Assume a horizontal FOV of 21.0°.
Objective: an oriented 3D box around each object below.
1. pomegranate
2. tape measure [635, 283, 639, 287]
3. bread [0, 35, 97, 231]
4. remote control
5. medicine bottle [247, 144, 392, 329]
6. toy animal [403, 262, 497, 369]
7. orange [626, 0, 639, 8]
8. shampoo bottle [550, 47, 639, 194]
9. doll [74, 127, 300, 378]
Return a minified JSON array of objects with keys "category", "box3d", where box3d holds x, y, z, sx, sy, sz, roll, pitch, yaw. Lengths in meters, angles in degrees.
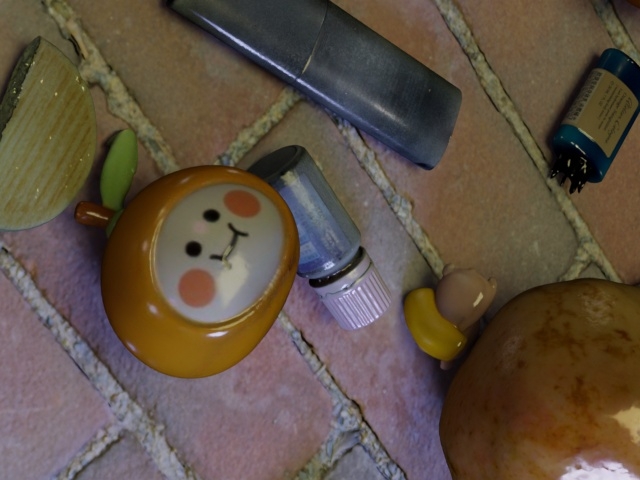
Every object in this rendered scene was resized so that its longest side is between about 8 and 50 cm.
[{"category":"pomegranate","box3d":[0.288,0.197,1.914,0.343,0.342,0.342,1,88,-35]},{"category":"tape measure","box3d":[0.469,0.165,2.134,0.258,0.130,0.265,-34,108,-29]},{"category":"bread","box3d":[-0.271,-0.088,1.671,0.112,0.036,0.193,31,72,-39]},{"category":"remote control","box3d":[0.001,-0.205,1.859,0.378,0.044,0.107,29,68,-32]},{"category":"medicine bottle","box3d":[0.000,0.000,1.829,0.083,0.083,0.203,-45,112,-28]},{"category":"toy animal","box3d":[0.146,0.084,1.943,0.114,0.091,0.082,-61,149,-6]},{"category":"orange","box3d":[0.445,-0.386,2.051,0.261,0.261,0.261,1,88,-35]},{"category":"shampoo bottle","box3d":[0.334,-0.139,2.090,0.087,0.050,0.183,45,65,-29]},{"category":"doll","box3d":[-0.143,0.015,1.679,0.236,0.213,0.213,29,69,3]}]
